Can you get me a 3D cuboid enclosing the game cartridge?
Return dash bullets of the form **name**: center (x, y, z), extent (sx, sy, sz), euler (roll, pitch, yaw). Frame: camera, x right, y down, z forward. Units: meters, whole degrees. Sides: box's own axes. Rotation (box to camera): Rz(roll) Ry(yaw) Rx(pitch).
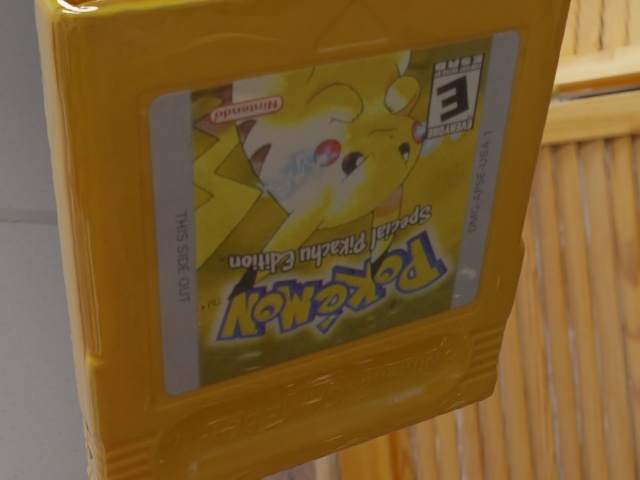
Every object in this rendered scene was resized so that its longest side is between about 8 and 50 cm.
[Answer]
- **game cartridge**: center (0.000, 0.000, 0.564), extent (0.285, 0.052, 0.323), euler (-15, -54, -24)
